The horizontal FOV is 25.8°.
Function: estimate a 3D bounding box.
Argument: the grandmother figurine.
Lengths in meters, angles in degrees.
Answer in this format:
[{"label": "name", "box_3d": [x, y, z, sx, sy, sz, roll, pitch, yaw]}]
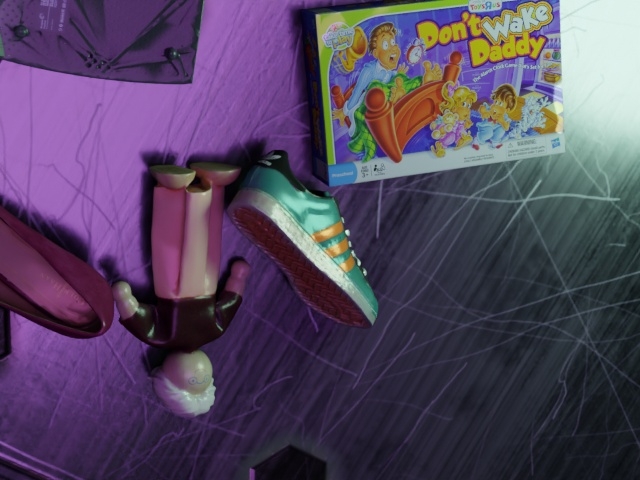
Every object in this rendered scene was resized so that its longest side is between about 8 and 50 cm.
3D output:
[{"label": "grandmother figurine", "box_3d": [-0.182, 0.072, 1.871, 0.208, 0.104, 0.342, -4, 104, -23]}]

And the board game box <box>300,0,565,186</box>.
[{"label": "board game box", "box_3d": [0.156, -0.216, 1.912, 0.347, 0.078, 0.233, -9, 106, -14]}]

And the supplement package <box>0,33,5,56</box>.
[{"label": "supplement package", "box_3d": [-0.460, -0.321, 1.618, 0.139, 0.134, 0.244, -11, 99, -8]}]

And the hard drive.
[{"label": "hard drive", "box_3d": [-0.277, -0.291, 1.754, 0.255, 0.054, 0.172, 6, 102, -17]}]

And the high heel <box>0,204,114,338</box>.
[{"label": "high heel", "box_3d": [-0.427, 0.008, 1.741, 0.377, 0.181, 0.127, 23, 97, -20]}]

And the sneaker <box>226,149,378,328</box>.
[{"label": "sneaker", "box_3d": [0.000, 0.000, 1.905, 0.302, 0.108, 0.121, 50, 56, -36]}]
